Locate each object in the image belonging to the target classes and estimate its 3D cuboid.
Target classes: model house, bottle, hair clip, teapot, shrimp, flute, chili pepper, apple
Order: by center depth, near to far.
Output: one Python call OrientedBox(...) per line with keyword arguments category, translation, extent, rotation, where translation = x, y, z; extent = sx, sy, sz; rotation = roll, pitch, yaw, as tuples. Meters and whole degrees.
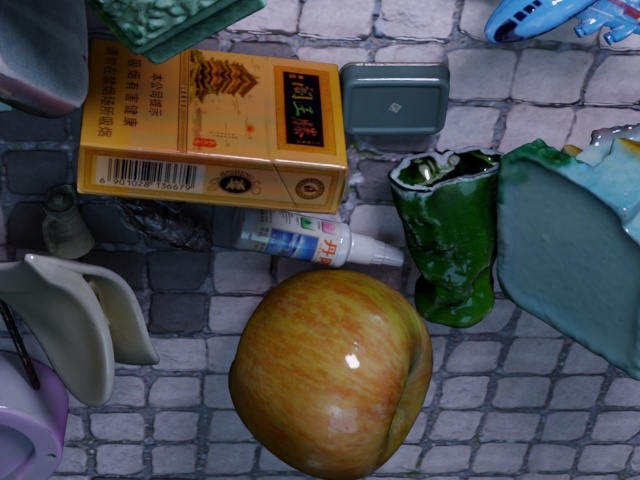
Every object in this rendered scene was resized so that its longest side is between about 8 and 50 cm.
OrientedBox(category="model house", translation=(0.369, -0.037, 1.552), extent=(0.248, 0.230, 0.281), rotation=(-39, 145, -27))
OrientedBox(category="teapot", translation=(-0.306, -0.021, 1.577), extent=(0.057, 0.067, 0.083), rotation=(17, 133, 26))
OrientedBox(category="shrimp", translation=(-0.196, -0.027, 1.582), extent=(0.165, 0.065, 0.057), rotation=(31, 94, -26))
OrientedBox(category="bottle", translation=(0.000, 0.000, 1.627), extent=(0.217, 0.060, 0.060), rotation=(10, 134, -16))
OrientedBox(category="hair clip", translation=(-0.304, 0.090, 1.628), extent=(0.172, 0.113, 0.282), rotation=(-4, 130, 39))
OrientedBox(category="chili pepper", translation=(0.162, 0.011, 1.629), extent=(0.136, 0.099, 0.270), rotation=(-24, 133, -16))
OrientedBox(category="apple", translation=(0.006, 0.159, 1.654), extent=(0.264, 0.264, 0.264), rotation=(-3, 136, -3))
OrientedBox(category="flute", translation=(-0.401, 0.090, 1.684), extent=(0.014, 0.014, 0.270), rotation=(-9, 127, 5))

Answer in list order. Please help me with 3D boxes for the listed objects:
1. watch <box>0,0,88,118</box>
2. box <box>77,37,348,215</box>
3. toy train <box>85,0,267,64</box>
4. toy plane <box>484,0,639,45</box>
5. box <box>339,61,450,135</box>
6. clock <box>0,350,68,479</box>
OrientedBox(category="watch", translation=(-0.382, -0.193, 1.301), extent=(0.241, 0.162, 0.253), rotation=(-11, 164, 21))
OrientedBox(category="box", translation=(-0.114, -0.122, 1.405), extent=(0.274, 0.174, 0.076), rotation=(5, 137, -9))
OrientedBox(category="toy train", translation=(-0.173, -0.305, 1.163), extent=(0.166, 0.238, 0.299), rotation=(-27, 133, 17))
OrientedBox(category="toy plane", translation=(0.279, -0.276, 1.314), extent=(0.271, 0.105, 0.254), rotation=(-27, 122, 9))
OrientedBox(category="box", translation=(0.082, -0.157, 1.488), extent=(0.126, 0.031, 0.091), rotation=(1, 136, -4))
OrientedBox(category="clock", translation=(-0.518, 0.252, 1.811), extent=(0.338, 0.102, 0.339), rotation=(-3, 136, -3))
